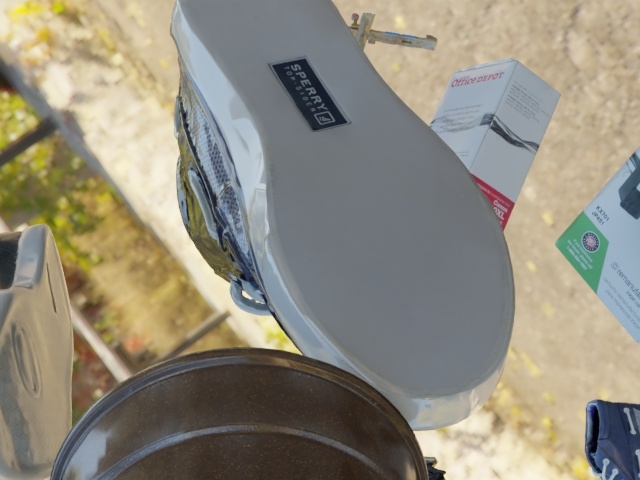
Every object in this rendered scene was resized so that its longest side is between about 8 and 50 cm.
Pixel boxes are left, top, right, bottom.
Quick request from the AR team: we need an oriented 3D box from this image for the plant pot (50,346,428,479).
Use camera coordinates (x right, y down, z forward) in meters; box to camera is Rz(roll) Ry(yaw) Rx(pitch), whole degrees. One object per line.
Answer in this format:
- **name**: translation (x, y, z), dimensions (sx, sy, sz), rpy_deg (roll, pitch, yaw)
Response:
- **plant pot**: translation (-0.028, 0.157, 0.526), dimensions (0.165, 0.167, 0.167), rpy_deg (-100, -15, -58)

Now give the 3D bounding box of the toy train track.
- **toy train track**: translation (0.050, -0.163, 1.062), dimensions (0.048, 0.083, 0.014), rpy_deg (110, 165, -54)

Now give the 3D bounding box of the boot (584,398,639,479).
- **boot**: translation (0.350, 0.280, 1.574), dimensions (0.069, 0.086, 0.190), rpy_deg (136, 140, -59)

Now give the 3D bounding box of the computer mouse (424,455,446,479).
- **computer mouse**: translation (0.042, 0.226, 1.166), dimensions (0.106, 0.193, 0.042), rpy_deg (8, 102, 15)

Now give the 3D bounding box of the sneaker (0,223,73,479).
- **sneaker**: translation (-0.224, 0.074, 0.769), dimensions (0.296, 0.146, 0.105), rpy_deg (-114, 12, -72)

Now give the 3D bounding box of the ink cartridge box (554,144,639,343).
- **ink cartridge box**: translation (0.362, -0.017, 1.359), dimensions (0.087, 0.208, 0.153), rpy_deg (8, -143, -47)

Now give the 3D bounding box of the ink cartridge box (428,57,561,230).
- **ink cartridge box**: translation (0.143, -0.083, 1.241), dimensions (0.063, 0.150, 0.109), rpy_deg (31, 166, -24)

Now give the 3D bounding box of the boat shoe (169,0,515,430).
- **boat shoe**: translation (0.000, 0.000, 0.755), dimensions (0.158, 0.127, 0.341), rpy_deg (98, 157, -44)
